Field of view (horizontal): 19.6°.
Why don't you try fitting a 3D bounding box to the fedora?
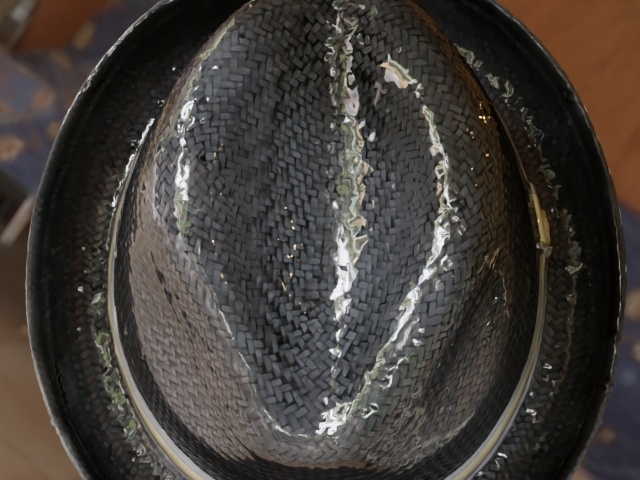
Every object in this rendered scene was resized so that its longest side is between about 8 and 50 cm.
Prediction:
[{"bbox_3d":[0.000,0.000,0.869,0.334,0.334,0.152,36,-10,10],"label":"fedora"}]
